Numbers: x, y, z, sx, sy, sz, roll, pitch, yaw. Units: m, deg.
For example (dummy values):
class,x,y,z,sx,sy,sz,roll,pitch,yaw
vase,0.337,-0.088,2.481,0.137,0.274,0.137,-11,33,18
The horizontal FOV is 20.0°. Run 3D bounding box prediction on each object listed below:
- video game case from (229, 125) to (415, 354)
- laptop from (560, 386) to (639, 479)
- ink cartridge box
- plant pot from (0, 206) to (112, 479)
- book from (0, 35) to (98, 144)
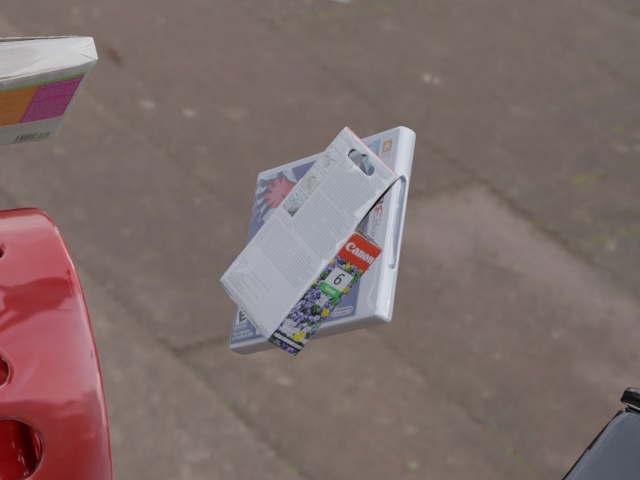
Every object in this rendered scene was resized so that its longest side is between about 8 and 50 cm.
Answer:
class,x,y,z,sx,sy,sz,roll,pitch,yaw
video game case,0.000,0.002,1.649,0.023,0.201,0.183,25,63,-36
laptop,0.312,0.256,1.020,0.408,0.236,0.382,12,8,-43
ink cartridge box,0.000,0.000,1.001,0.029,0.115,0.063,32,11,-43
plant pot,-0.211,0.085,0.931,0.174,0.191,0.191,-6,36,-20
book,-0.225,-0.104,1.327,0.096,0.144,0.035,-9,74,-25
